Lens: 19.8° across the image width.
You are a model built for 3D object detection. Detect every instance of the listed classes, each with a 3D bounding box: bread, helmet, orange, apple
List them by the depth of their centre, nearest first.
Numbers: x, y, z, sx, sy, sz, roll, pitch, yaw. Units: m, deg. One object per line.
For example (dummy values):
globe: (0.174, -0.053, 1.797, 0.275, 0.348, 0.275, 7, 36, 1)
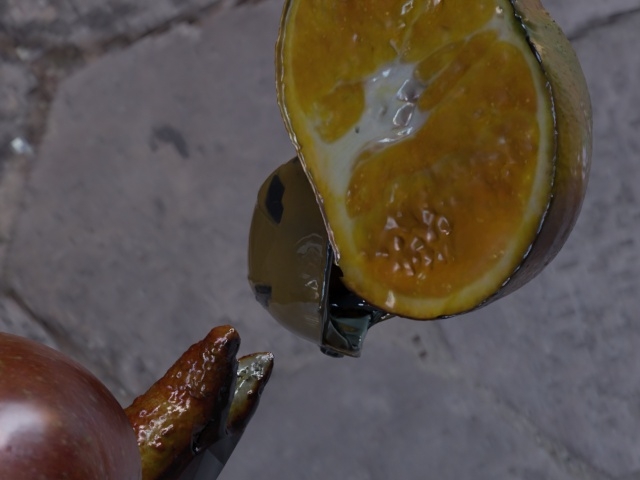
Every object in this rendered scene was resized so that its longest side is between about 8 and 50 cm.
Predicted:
apple: (-0.169, 0.136, 0.826, 0.162, 0.201, 0.201, 11, 62, 6)
bread: (-0.138, 0.172, 1.352, 0.095, 0.139, 0.269, 31, 80, 17)
orange: (0.094, -0.094, 1.478, 0.274, 0.274, 0.310, -13, 42, 11)
helmet: (0.000, 0.000, 1.665, 0.130, 0.224, 0.198, 11, 105, 24)
